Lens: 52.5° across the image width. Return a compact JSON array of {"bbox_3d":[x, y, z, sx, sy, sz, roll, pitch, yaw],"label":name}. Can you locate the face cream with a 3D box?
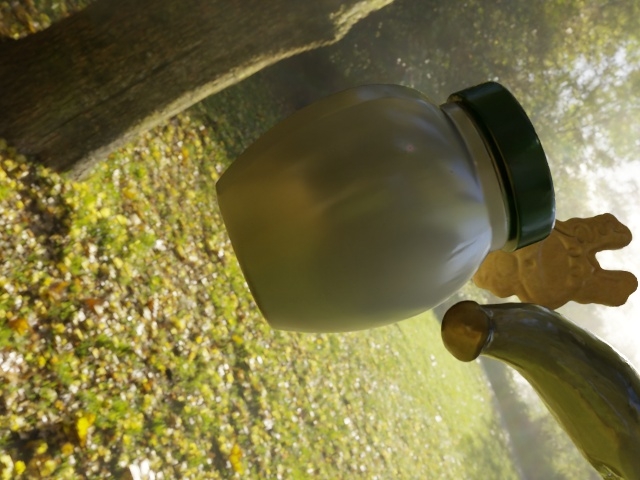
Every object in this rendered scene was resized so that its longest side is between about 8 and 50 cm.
[{"bbox_3d":[0.074,-0.037,0.791,0.219,0.357,0.312,-111,-178,-54],"label":"face cream"}]

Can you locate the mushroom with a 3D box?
[{"bbox_3d":[0.244,0.136,0.664,0.270,0.118,0.103,39,-26,-6],"label":"mushroom"}]

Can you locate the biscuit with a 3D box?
[{"bbox_3d":[0.341,0.031,0.951,0.040,0.236,0.144,83,3,-78],"label":"biscuit"}]
